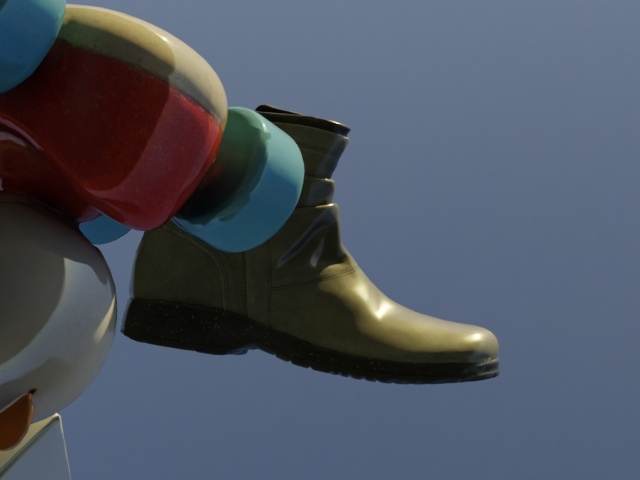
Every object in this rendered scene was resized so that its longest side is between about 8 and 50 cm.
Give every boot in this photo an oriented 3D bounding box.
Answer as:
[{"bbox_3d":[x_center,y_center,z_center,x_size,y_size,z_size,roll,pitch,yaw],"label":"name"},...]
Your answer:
[{"bbox_3d":[0.000,0.000,1.090,0.246,0.083,0.161,10,-92,2],"label":"boot"}]

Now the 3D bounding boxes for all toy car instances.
[{"bbox_3d":[-0.163,0.006,0.867,0.210,0.219,0.238,2,-113,41],"label":"toy car"}]

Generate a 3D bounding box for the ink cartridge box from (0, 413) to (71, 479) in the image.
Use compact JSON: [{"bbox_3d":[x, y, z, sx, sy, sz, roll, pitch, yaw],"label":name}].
[{"bbox_3d":[-0.278,0.129,1.214,0.212,0.154,0.093,35,-119,21],"label":"ink cartridge box"}]
